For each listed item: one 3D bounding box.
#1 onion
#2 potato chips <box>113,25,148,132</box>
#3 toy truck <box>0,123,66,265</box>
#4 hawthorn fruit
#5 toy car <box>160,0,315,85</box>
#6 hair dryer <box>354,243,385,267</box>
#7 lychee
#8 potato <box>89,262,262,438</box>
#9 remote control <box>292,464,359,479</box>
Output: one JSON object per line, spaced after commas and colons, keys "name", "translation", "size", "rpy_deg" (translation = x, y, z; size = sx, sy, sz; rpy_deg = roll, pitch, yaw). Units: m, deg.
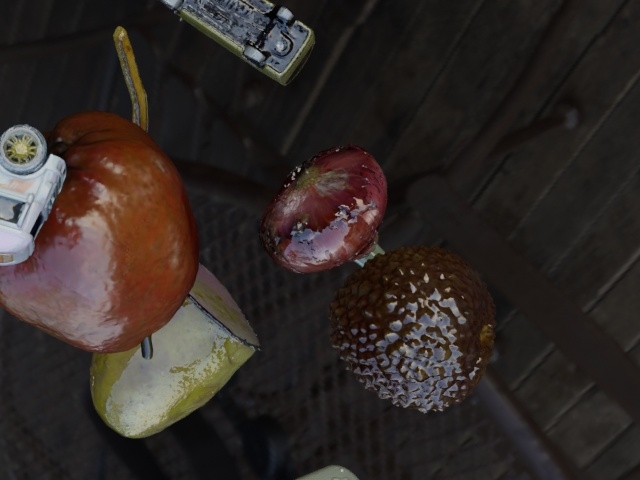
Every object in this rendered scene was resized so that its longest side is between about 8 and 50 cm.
{"name": "onion", "translation": [0.017, -0.027, 1.525], "size": [0.147, 0.184, 0.184], "rpy_deg": [41, 147, -25]}
{"name": "potato chips", "translation": [-0.303, -0.247, 1.998], "size": [0.037, 0.026, 0.204], "rpy_deg": [17, 132, 26]}
{"name": "toy truck", "translation": [-0.322, -0.049, 0.978], "size": [0.226, 0.114, 0.098], "rpy_deg": [16, 166, -9]}
{"name": "hawthorn fruit", "translation": [-0.223, 0.011, 1.256], "size": [0.224, 0.224, 0.261], "rpy_deg": [13, 141, 42]}
{"name": "toy car", "translation": [-0.133, -0.345, 1.934], "size": [0.256, 0.101, 0.124], "rpy_deg": [34, 177, 7]}
{"name": "hair dryer", "translation": [0.026, 0.009, 2.088], "size": [0.219, 0.088, 0.225], "rpy_deg": [34, 148, 18]}
{"name": "lychee", "translation": [0.134, 0.130, 1.875], "size": [0.267, 0.267, 0.268], "rpy_deg": [25, 128, 36]}
{"name": "potato", "translation": [-0.244, 0.178, 1.902], "size": [0.229, 0.229, 0.266], "rpy_deg": [44, 96, 21]}
{"name": "remote control", "translation": [-0.018, 0.353, 1.664], "size": [0.078, 0.221, 0.042], "rpy_deg": [48, 123, 24]}
